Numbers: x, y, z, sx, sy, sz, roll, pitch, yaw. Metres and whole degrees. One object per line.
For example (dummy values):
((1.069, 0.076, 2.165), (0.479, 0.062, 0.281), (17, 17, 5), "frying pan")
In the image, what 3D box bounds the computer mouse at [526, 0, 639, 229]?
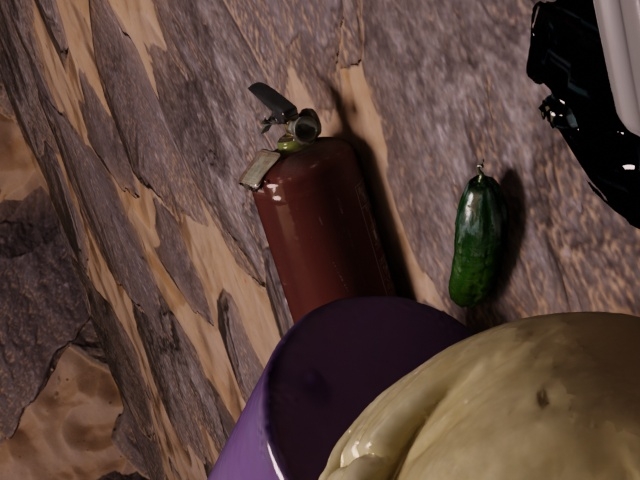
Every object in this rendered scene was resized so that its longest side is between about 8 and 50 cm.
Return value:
((0.164, -0.060, 0.617), (0.241, 0.077, 0.147), (24, 132, 63), "computer mouse")

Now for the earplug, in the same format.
((-0.012, 0.249, 1.073), (0.215, 0.215, 0.456), (59, 145, 21), "earplug")

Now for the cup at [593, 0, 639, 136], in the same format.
((0.167, -0.129, 0.397), (0.221, 0.166, 0.202), (40, 151, 55), "cup")

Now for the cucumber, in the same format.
((0.109, 0.005, 0.901), (0.039, 0.039, 0.168), (55, 161, 29), "cucumber")

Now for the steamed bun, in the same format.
((0.118, 0.144, 0.726), (0.289, 0.276, 0.203), (50, -163, -62), "steamed bun")

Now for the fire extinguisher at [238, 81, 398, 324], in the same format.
((0.000, 0.000, 1.093), (0.105, 0.104, 0.269), (22, 133, 64), "fire extinguisher")
